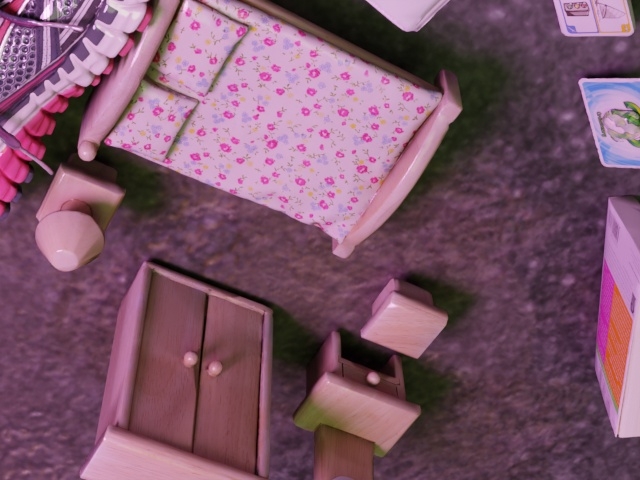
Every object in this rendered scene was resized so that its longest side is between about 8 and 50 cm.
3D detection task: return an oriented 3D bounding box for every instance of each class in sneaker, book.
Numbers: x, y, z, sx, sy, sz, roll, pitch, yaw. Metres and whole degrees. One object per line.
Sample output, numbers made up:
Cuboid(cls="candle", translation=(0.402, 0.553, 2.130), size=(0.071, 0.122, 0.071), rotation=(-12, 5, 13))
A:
Cuboid(cls="sneaker", translation=(-0.181, -0.126, 0.671), size=(0.112, 0.121, 0.299), rotation=(23, 116, -36))
Cuboid(cls="book", translation=(0.221, 0.054, 0.842), size=(0.035, 0.096, 0.144), rotation=(-4, 121, -2))

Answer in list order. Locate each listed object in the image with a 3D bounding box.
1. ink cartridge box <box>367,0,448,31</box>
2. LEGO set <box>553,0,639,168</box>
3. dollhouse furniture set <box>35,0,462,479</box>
Cuboid(cls="ink cartridge box", translation=(0.001, -0.272, 0.502), size=(0.197, 0.270, 0.198), rotation=(-42, 141, 17))
Cuboid(cls="LEGO set", translation=(0.258, -0.105, 0.757), size=(0.182, 0.060, 0.244), rotation=(6, 135, 38))
Cuboid(cls="dollhouse furniture set", translation=(0.000, 0.000, 0.711), size=(0.303, 0.174, 0.355), rotation=(23, 125, -18))
